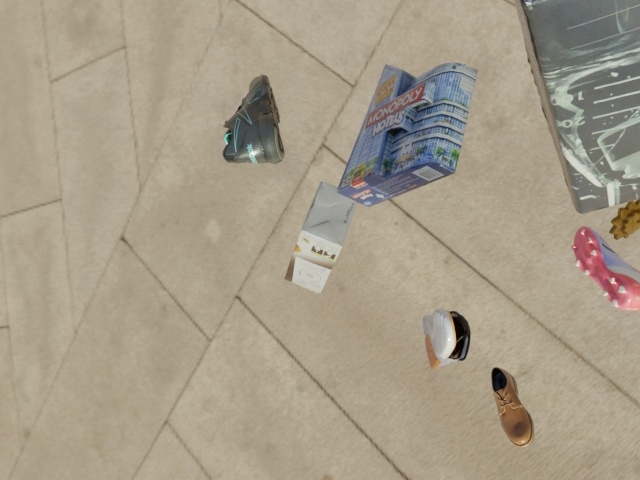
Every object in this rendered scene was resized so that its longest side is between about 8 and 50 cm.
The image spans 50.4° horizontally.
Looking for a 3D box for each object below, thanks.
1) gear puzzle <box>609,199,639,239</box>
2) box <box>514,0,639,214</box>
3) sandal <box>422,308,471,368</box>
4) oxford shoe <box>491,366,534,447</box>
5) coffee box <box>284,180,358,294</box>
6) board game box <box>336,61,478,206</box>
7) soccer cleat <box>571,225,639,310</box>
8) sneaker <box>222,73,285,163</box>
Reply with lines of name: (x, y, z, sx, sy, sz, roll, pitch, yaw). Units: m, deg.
gear puzzle: (0.613, -0.141, 1.207, 0.044, 0.175, 0.339, 52, 127, 46)
box: (0.425, -0.286, 0.638, 0.479, 0.471, 0.298, -16, 69, 20)
sandal: (0.235, 0.173, 1.214, 0.076, 0.265, 0.102, -7, 78, 0)
oxford shoe: (0.454, 0.401, 1.649, 0.076, 0.076, 0.212, -32, 39, 18)
coffee box: (0.000, 0.000, 1.550, 0.098, 0.141, 0.246, 22, 148, 0)
board game box: (0.114, -0.160, 0.899, 0.194, 0.060, 0.194, -20, 51, 59)
soccer cleat: (0.624, 0.059, 1.459, 0.248, 0.095, 0.083, -103, 25, -54)
sneaker: (-0.131, -0.229, 1.272, 0.106, 0.267, 0.101, -14, 126, 5)
